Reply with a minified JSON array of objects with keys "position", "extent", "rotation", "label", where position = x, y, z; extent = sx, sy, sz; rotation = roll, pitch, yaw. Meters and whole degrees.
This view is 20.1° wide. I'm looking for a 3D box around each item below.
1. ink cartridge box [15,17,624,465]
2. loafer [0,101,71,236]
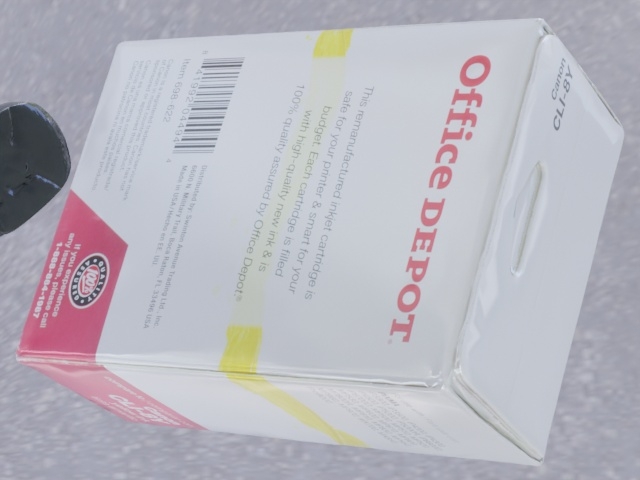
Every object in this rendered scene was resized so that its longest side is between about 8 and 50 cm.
[{"position":[0.000,0.000,1.332],"extent":[0.160,0.384,0.279],"rotation":[41,59,-48],"label":"ink cartridge box"},{"position":[-0.185,-0.001,0.773],"extent":[0.170,0.061,0.062],"rotation":[-35,109,-33],"label":"loafer"}]
